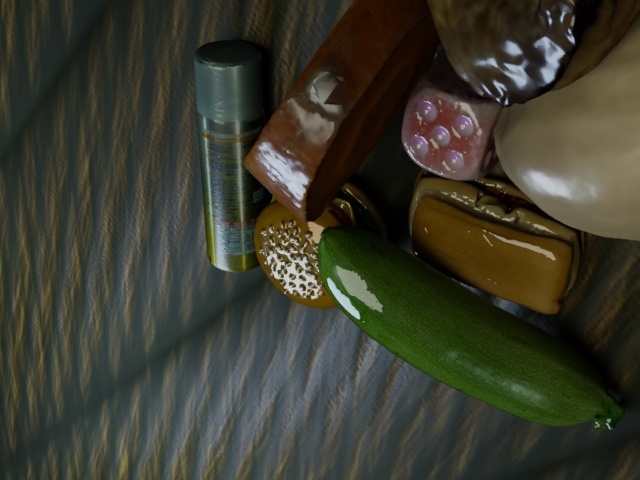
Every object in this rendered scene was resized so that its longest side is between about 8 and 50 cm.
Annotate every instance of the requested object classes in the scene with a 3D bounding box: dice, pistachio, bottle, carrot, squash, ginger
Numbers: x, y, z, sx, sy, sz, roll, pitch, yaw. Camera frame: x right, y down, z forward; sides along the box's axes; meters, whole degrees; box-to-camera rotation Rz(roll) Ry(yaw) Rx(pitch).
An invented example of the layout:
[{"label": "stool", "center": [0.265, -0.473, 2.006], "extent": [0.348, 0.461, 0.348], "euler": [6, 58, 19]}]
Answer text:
[{"label": "dice", "center": [0.141, -0.122, 0.924], "extent": [0.091, 0.093, 0.094], "euler": [27, 131, 20]}, {"label": "pistachio", "center": [0.299, -0.107, 0.745], "extent": [0.309, 0.230, 0.230], "euler": [-16, 107, 48]}, {"label": "bottle", "center": [-0.107, -0.099, 1.131], "extent": [0.082, 0.082, 0.286], "euler": [19, 128, 26]}, {"label": "carrot", "center": [0.031, -0.141, 0.854], "extent": [0.100, 0.307, 0.258], "euler": [33, 103, -1]}, {"label": "squash", "center": [0.159, 0.108, 1.003], "extent": [0.395, 0.107, 0.107], "euler": [29, 134, -8]}, {"label": "ginger", "center": [0.169, -0.262, 0.707], "extent": [0.200, 0.223, 0.269], "euler": [-6, 111, 58]}]

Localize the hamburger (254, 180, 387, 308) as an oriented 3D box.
[{"label": "hamburger", "center": [0.000, 0.000, 1.091], "extent": [0.162, 0.115, 0.162], "euler": [18, 126, 28]}]

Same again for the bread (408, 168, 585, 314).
[{"label": "bread", "center": [0.181, -0.004, 0.989], "extent": [0.200, 0.077, 0.116], "euler": [23, 137, 24]}]
